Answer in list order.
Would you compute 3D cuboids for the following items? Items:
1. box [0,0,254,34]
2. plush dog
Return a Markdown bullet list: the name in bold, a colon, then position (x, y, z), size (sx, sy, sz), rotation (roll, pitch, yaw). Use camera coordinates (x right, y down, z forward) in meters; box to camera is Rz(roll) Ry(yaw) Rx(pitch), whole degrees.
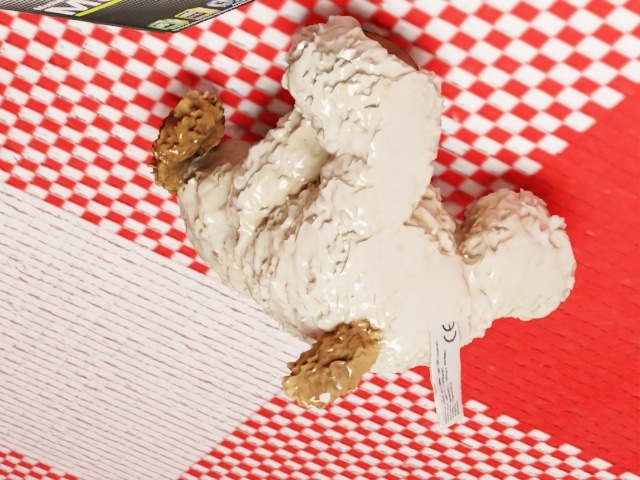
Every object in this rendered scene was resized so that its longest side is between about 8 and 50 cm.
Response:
- **box**: position (-0.086, -0.163, 0.831), size (0.191, 0.045, 0.184), rotation (-14, 172, 39)
- **plush dog**: position (0.000, 0.000, 1.015), size (0.262, 0.210, 0.225), rotation (42, 166, -32)
